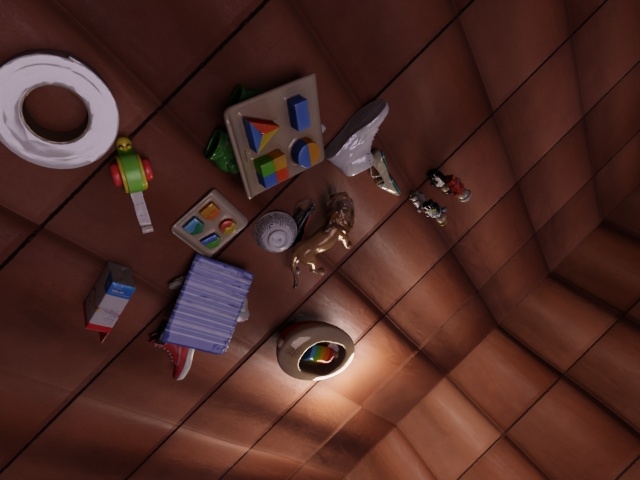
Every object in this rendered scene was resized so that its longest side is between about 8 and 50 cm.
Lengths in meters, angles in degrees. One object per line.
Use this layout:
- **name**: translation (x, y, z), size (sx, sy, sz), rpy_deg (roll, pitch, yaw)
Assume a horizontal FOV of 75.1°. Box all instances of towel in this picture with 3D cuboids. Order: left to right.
- **towel**: translation (-0.407, 0.241, 1.525), size (0.243, 0.040, 0.335), rpy_deg (23, 86, -29)

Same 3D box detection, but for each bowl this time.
- **bowl**: translation (-0.163, -0.017, 1.562), size (0.170, 0.080, 0.170), rpy_deg (-6, 115, -14)

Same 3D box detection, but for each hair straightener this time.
- **hair straightener**: translation (-0.086, -0.062, 1.624), size (0.089, 0.047, 0.230), rpy_deg (12, 117, -36)

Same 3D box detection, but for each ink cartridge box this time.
- **ink cartridge box**: translation (-0.700, 0.201, 1.356), size (0.078, 0.134, 0.231), rpy_deg (26, 102, -41)

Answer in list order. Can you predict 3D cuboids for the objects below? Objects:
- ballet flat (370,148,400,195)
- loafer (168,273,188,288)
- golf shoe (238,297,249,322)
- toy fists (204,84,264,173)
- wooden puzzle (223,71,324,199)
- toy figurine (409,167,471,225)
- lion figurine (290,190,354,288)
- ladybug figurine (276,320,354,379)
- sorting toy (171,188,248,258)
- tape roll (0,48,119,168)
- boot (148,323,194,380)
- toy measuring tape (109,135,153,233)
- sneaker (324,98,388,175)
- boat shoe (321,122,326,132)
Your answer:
- **ballet flat**: translation (0.253, -0.266, 1.700), size (0.086, 0.086, 0.248), rpy_deg (-39, 129, -5)
- **loafer**: translation (-0.492, 0.142, 1.518), size (0.125, 0.039, 0.045), rpy_deg (-17, 159, -19)
- **golf shoe**: translation (-0.424, 0.259, 1.596), size (0.307, 0.115, 0.140), rpy_deg (-7, 106, -31)
- **toy fists**: translation (-0.246, -0.343, 1.323), size (0.142, 0.096, 0.279), rpy_deg (17, 107, -42)
- **wooden puzzle**: translation (-0.115, -0.321, 1.325), size (0.348, 0.081, 0.322), rpy_deg (-34, 140, -24)
- **toy figurine**: translation (0.520, -0.189, 1.813), size (0.148, 0.213, 0.209), rpy_deg (37, 95, -27)
- **lion figurine**: translation (0.000, 0.000, 1.629), size (0.392, 0.142, 0.240), rpy_deg (-49, 151, -17)
- **ladybug figurine**: translation (-0.034, 0.495, 1.931), size (0.449, 0.162, 0.305), rpy_deg (30, 100, -41)
- **sorting toy**: translation (-0.382, -0.051, 1.459), size (0.208, 0.038, 0.193), rpy_deg (-44, 131, -1)
- **tape roll**: translation (-0.673, -0.333, 1.063), size (0.287, 0.100, 0.286), rpy_deg (-15, 125, -23)
- **boot**: translation (-0.584, 0.431, 1.608), size (0.176, 0.088, 0.244), rpy_deg (10, 106, -34)
- **toy measuring tape**: translation (-0.549, -0.146, 1.247), size (0.122, 0.121, 0.329), rpy_deg (-16, 125, -23)
- **sneaker**: translation (0.166, -0.374, 1.559), size (0.292, 0.108, 0.169), rpy_deg (-43, 134, 12)
- **boat shoe**: translation (-0.016, -0.370, 1.489), size (0.035, 0.035, 0.100), rpy_deg (33, 91, -38)
